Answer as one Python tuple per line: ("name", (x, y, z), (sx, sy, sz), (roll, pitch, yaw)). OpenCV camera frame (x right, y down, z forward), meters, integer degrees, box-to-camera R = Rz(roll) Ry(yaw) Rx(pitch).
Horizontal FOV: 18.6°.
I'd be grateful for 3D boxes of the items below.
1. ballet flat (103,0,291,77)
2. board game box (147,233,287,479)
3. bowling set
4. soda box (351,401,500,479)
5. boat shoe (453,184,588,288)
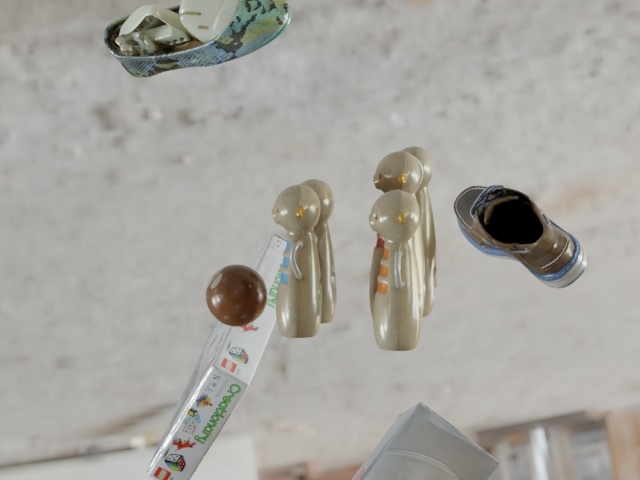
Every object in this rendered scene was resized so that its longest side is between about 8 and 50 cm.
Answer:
("ballet flat", (-0.112, -0.180, 1.653), (0.188, 0.070, 0.070), (-14, 163, 38))
("board game box", (-0.113, 0.145, 2.391), (0.053, 0.305, 0.193), (29, 123, -5))
("bowling set", (0.000, 0.000, 1.647), (0.199, 0.154, 0.287), (1, -176, 3))
("soda box", (0.031, 0.281, 1.677), (0.091, 0.286, 0.098), (37, 166, 0))
("boat shoe", (0.175, -0.020, 1.800), (0.066, 0.066, 0.183), (46, 171, -35))
